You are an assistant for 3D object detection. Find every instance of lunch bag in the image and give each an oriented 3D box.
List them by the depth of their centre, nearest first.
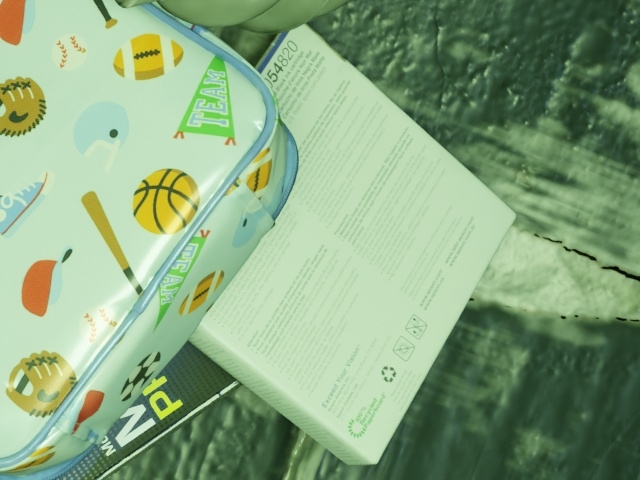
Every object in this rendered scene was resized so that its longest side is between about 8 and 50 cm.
[{"bbox_3d":[-0.172,-0.026,1.066,0.243,0.115,0.303,35,82,16],"label":"lunch bag"}]

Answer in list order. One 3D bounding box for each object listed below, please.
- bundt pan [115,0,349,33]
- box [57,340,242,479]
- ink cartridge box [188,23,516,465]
[{"bbox_3d":[-0.095,-0.234,1.062,0.331,0.331,0.124,19,118,-17],"label":"bundt pan"},{"bbox_3d":[-0.182,0.023,1.190,0.216,0.060,0.270,-34,105,-10],"label":"box"},{"bbox_3d":[0.000,0.000,1.206,0.224,0.045,0.223,42,63,-18],"label":"ink cartridge box"}]
